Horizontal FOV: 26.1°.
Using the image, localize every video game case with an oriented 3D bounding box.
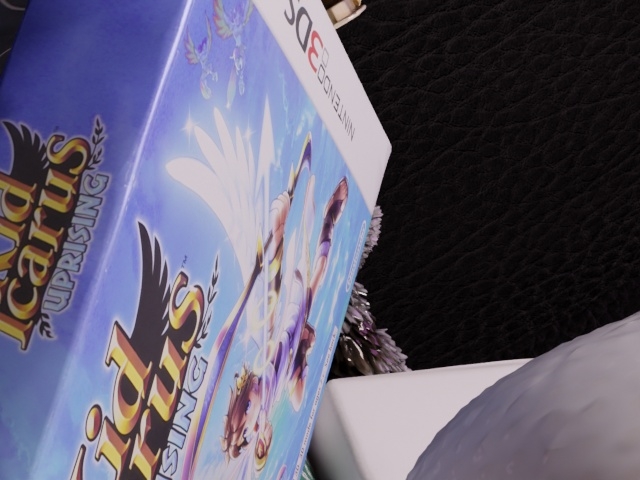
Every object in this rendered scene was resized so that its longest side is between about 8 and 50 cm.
[{"bbox_3d":[-0.054,0.031,0.517,0.244,0.061,0.270,53,49,-65],"label":"video game case"}]

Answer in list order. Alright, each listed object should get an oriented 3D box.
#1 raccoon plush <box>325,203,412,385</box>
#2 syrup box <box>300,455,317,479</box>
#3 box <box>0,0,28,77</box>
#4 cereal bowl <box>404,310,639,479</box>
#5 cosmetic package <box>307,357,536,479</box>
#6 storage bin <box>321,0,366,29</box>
[{"bbox_3d":[0.000,0.000,1.138,0.446,0.216,0.299,46,2,-16],"label":"raccoon plush"},{"bbox_3d":[-0.058,0.130,0.760,0.093,0.096,0.237,59,2,-43],"label":"syrup box"},{"bbox_3d":[-0.074,-0.298,0.503,0.297,0.471,0.480,62,-3,5],"label":"box"},{"bbox_3d":[0.103,0.195,0.394,0.339,0.141,0.339,162,-90,-74],"label":"cereal bowl"},{"bbox_3d":[0.123,0.300,0.716,0.453,0.161,0.230,-116,-149,-44],"label":"cosmetic package"},{"bbox_3d":[-0.142,-0.191,0.821,0.262,0.260,0.123,60,-2,-8],"label":"storage bin"}]
